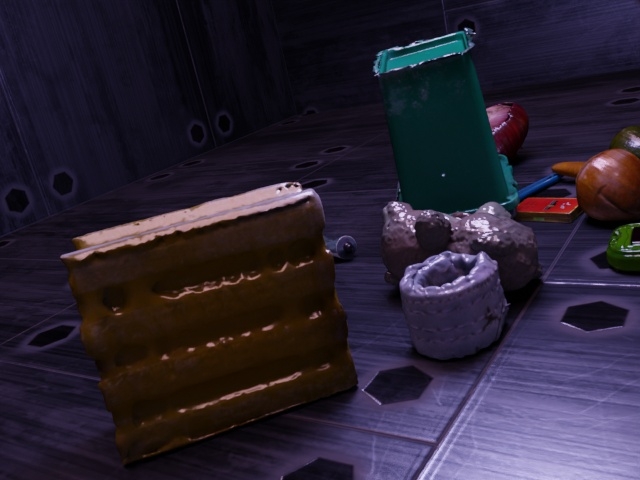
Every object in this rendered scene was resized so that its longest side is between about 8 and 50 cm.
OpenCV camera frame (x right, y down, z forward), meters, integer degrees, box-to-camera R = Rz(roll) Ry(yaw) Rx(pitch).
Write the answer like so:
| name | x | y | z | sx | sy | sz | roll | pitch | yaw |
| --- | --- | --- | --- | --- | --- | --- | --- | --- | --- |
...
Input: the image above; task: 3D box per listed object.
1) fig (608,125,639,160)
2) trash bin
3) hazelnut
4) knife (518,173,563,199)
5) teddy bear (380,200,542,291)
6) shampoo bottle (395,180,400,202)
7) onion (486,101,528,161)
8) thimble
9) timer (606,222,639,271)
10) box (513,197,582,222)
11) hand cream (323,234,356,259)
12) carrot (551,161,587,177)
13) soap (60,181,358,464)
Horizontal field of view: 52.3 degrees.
| name | x | y | z | sx | sy | sz | roll | pitch | yaw |
| --- | --- | --- | --- | --- | --- | --- | --- | --- | --- |
| fig | 0.729 | -0.187 | 1.447 | 0.117 | 0.117 | 0.177 | -18 | 35 | -13 |
| trash bin | 0.247 | -0.207 | 1.340 | 0.259 | 0.381 | 0.295 | -13 | 27 | 15 |
| hazelnut | 0.568 | -0.104 | 1.243 | 0.150 | 0.150 | 0.150 | -12 | 18 | 4 |
| knife | 0.465 | -0.110 | 1.503 | 0.297 | 0.026 | 0.044 | -25 | 10 | -31 |
| teddy bear | 0.228 | 0.010 | 1.092 | 0.267 | 0.151 | 0.236 | -5 | -20 | 39 |
| shampoo bottle | 0.228 | -0.128 | 1.655 | 0.072 | 0.072 | 0.214 | -9 | 19 | 12 |
| onion | 0.467 | -0.286 | 1.819 | 0.248 | 0.161 | 0.248 | -18 | 9 | 3 |
| thimble | 0.193 | 0.089 | 0.949 | 0.127 | 0.117 | 0.151 | 2 | 23 | 45 |
| timer | 0.539 | 0.007 | 1.064 | 0.128 | 0.047 | 0.140 | -2 | 21 | 31 |
| box | 0.476 | -0.065 | 1.364 | 0.133 | 0.023 | 0.090 | 5 | 27 | 45 |
| hand cream | 0.000 | -0.001 | 1.452 | 0.075 | 0.052 | 0.248 | -21 | 20 | -26 |
| carrot | 0.631 | -0.148 | 1.450 | 0.066 | 0.062 | 0.271 | -42 | 24 | -8 |
| soap | -0.140 | 0.100 | 0.870 | 0.335 | 0.293 | 0.156 | -17 | 15 | -9 |
